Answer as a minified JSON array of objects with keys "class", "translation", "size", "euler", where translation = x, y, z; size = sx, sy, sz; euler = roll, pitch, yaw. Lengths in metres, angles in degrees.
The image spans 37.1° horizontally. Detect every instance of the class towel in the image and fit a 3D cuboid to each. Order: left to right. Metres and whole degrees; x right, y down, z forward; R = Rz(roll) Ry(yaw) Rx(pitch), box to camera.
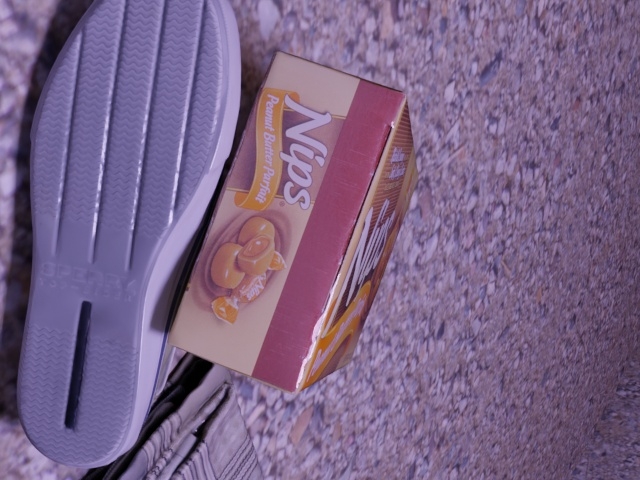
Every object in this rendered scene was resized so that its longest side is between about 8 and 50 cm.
[{"class":"towel","translation":[-0.130,0.287,0.762],"size":[0.312,0.056,0.324],"euler":[-52,146,-33]}]

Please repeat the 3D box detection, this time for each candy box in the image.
[{"class":"candy box","translation":[0.000,0.000,0.686],"size":[0.316,0.087,0.183],"euler":[31,79,-81]}]

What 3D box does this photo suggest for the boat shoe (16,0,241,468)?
[{"class":"boat shoe","translation":[-0.117,-0.014,0.575],"size":[0.094,0.109,0.302],"euler":[-60,167,-77]}]
